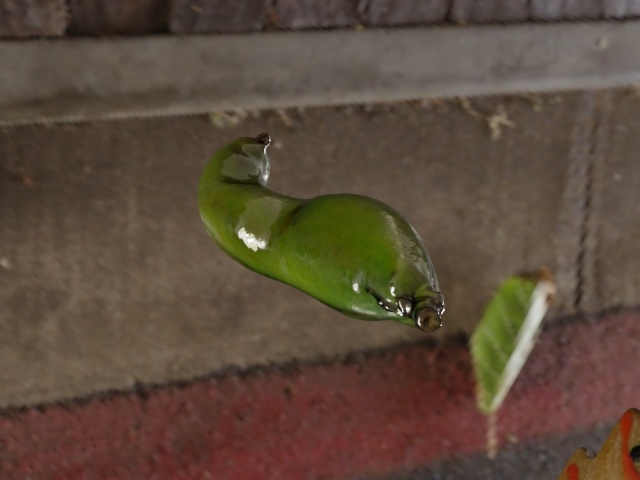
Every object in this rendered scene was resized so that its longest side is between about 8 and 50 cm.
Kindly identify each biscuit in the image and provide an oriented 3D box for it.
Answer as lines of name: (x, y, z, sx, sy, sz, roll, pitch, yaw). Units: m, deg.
biscuit: (0.141, 0.153, 0.912, 0.019, 0.130, 0.119, 19, 52, -38)

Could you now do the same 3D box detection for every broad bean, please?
broad bean: (0.000, 0.000, 0.920, 0.070, 0.214, 0.048, -44, 133, -10)
